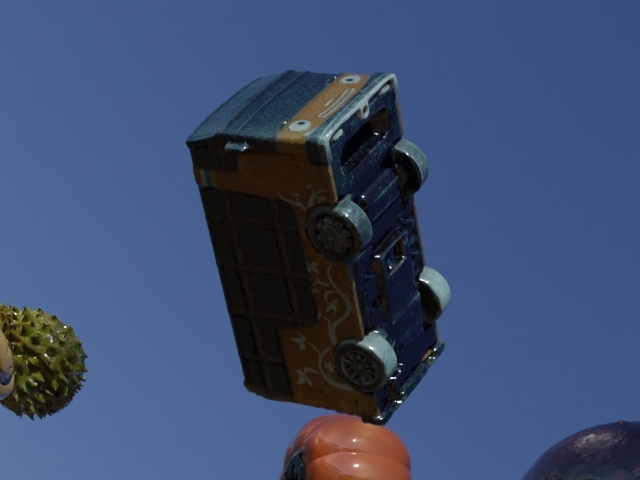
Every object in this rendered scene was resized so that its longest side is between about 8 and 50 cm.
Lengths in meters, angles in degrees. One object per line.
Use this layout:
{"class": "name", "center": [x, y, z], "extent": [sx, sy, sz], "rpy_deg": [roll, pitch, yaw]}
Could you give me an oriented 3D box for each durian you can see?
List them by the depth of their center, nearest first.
{"class": "durian", "center": [-0.362, 0.145, 2.209], "extent": [0.108, 0.119, 0.187], "rpy_deg": [-32, -76, 22]}

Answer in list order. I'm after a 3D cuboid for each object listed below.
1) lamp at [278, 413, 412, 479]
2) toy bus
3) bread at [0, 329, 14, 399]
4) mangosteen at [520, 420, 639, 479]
{"class": "lamp", "center": [0.038, 0.309, 2.160], "extent": [0.163, 0.188, 0.187], "rpy_deg": [13, -19, -21]}
{"class": "toy bus", "center": [0.000, 0.000, 1.463], "extent": [0.167, 0.138, 0.275], "rpy_deg": [8, -55, 30]}
{"class": "bread", "center": [-0.457, 0.123, 2.046], "extent": [0.225, 0.081, 0.134], "rpy_deg": [9, -36, 31]}
{"class": "mangosteen", "center": [0.333, 0.323, 1.750], "extent": [0.297, 0.293, 0.297], "rpy_deg": [-3, -94, 55]}
